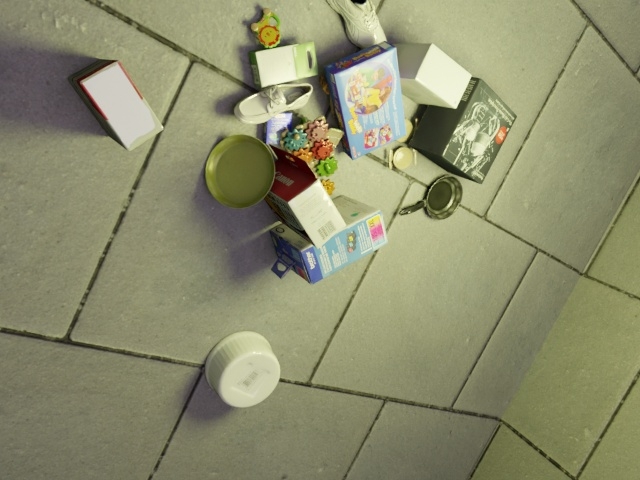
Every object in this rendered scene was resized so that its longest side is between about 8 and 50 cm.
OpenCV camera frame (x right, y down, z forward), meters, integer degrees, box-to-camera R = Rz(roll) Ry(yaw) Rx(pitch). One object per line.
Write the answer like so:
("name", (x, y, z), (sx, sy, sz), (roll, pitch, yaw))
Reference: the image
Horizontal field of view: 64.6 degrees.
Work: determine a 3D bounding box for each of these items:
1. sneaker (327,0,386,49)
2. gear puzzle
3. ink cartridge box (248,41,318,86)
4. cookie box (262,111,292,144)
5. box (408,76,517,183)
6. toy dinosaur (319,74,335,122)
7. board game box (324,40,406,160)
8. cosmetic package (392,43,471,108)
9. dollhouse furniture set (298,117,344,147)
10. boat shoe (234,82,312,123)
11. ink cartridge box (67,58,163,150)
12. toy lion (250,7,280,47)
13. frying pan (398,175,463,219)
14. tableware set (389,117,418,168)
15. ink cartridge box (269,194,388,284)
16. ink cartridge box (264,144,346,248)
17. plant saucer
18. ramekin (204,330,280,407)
("sneaker", (0.132, -0.745, 1.681), (0.297, 0.129, 0.111), (40, 85, -36))
("gear puzzle", (-0.022, -0.267, 1.797), (0.176, 0.044, 0.338), (-23, 135, -4))
("ink cartridge box", (-0.119, -0.575, 1.644), (0.209, 0.062, 0.108), (-20, 118, -22))
("cookie box", (-0.146, -0.383, 1.719), (0.092, 0.040, 0.107), (-4, 111, -27))
("box", (0.566, -0.434, 1.995), (0.343, 0.179, 0.312), (19, 100, -45))
("toy dinosaur", (0.049, -0.523, 1.763), (0.112, 0.064, 0.211), (8, 106, -34))
("board game box", (0.167, -0.481, 1.773), (0.234, 0.078, 0.347), (-26, 134, -10))
("cosmetic package", (0.373, -0.594, 1.823), (0.224, 0.225, 0.138), (21, 98, -35))
("dollhouse furniture set", (0.000, -0.382, 1.785), (0.152, 0.058, 0.076), (6, 136, -27))
("boat shoe", (-0.148, -0.457, 1.631), (0.277, 0.096, 0.098), (-28, 91, -27))
("ink cartridge box", (-0.552, -0.368, 1.351), (0.114, 0.273, 0.197), (-38, 124, -16))
("toy lion", (-0.161, -0.656, 1.578), (0.096, 0.034, 0.100), (38, 87, -4))
("frying pan", (0.479, -0.147, 2.172), (0.326, 0.053, 0.197), (-37, 123, -10))
("tableware set", (0.316, -0.380, 1.990), (0.128, 0.039, 0.194), (-10, 112, -18))
("ink cartridge box", (0.000, 0.000, 1.819), (0.396, 0.270, 0.151), (-25, 117, -19))
("ink cartridge box", (-0.094, -0.154, 1.678), (0.130, 0.309, 0.271), (-39, 123, -11))
("plant saucer", (-0.257, -0.222, 1.645), (0.240, 0.241, 0.037), (-63, 168, 6))
("ramekin", (-0.289, 0.501, 1.937), (0.277, 0.135, 0.277), (-12, 115, -26))
